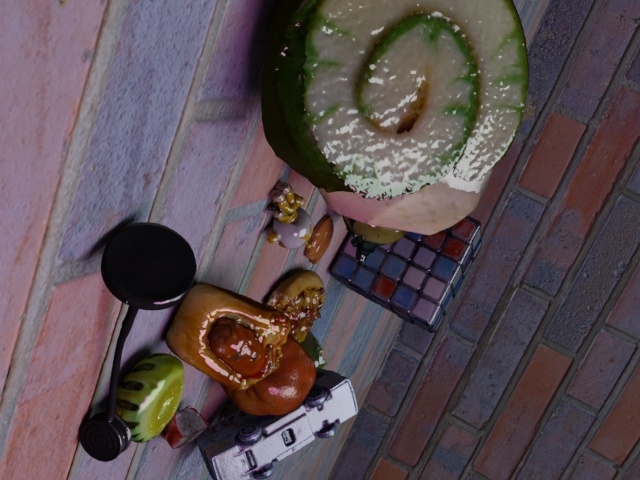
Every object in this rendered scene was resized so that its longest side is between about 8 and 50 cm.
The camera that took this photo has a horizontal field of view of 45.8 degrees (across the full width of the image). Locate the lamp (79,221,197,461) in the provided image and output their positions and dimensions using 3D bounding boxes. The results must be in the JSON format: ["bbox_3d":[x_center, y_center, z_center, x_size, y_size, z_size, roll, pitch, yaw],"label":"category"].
[{"bbox_3d":[-0.263,0.153,0.945,0.371,0.130,0.108,-59,178,27],"label":"lamp"}]

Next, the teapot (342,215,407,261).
[{"bbox_3d":[0.113,-0.087,1.657,0.182,0.173,0.269,-15,-113,63],"label":"teapot"}]

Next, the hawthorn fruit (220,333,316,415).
[{"bbox_3d":[-0.097,0.257,1.467,0.189,0.189,0.189,-55,163,-26],"label":"hawthorn fruit"}]

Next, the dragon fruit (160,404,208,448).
[{"bbox_3d":[-0.248,0.332,1.342,0.060,0.056,0.083,-45,166,27],"label":"dragon fruit"}]

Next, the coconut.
[{"bbox_3d":[0.149,-0.175,1.313,0.352,0.352,0.352,-55,163,-26],"label":"coconut"}]

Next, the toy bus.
[{"bbox_3d":[-0.089,0.378,1.556,0.329,0.136,0.109,-26,114,-25],"label":"toy bus"}]

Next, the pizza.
[{"bbox_3d":[-0.060,0.173,1.629,0.229,0.081,0.289,-62,166,0],"label":"pizza"}]

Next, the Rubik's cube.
[{"bbox_3d":[0.227,0.045,1.954,0.287,0.292,0.293,-62,163,-4],"label":"Rubik's cube"}]

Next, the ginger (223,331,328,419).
[{"bbox_3d":[-0.099,0.319,1.686,0.137,0.089,0.290,49,65,-30],"label":"ginger"}]

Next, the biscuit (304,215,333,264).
[{"bbox_3d":[0.000,0.000,1.646,0.102,0.019,0.130,-59,164,-15],"label":"biscuit"}]

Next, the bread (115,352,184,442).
[{"bbox_3d":[-0.254,0.229,1.112,0.130,0.071,0.139,-57,162,-31],"label":"bread"}]

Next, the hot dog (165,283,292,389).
[{"bbox_3d":[-0.131,0.156,1.229,0.150,0.153,0.256,-61,165,-3],"label":"hot dog"}]

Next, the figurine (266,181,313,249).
[{"bbox_3d":[-0.051,-0.044,1.326,0.101,0.068,0.143,-38,139,-46],"label":"figurine"}]

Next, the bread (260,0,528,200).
[{"bbox_3d":[0.106,-0.215,1.020,0.366,0.382,0.129,-55,-153,-10],"label":"bread"}]
